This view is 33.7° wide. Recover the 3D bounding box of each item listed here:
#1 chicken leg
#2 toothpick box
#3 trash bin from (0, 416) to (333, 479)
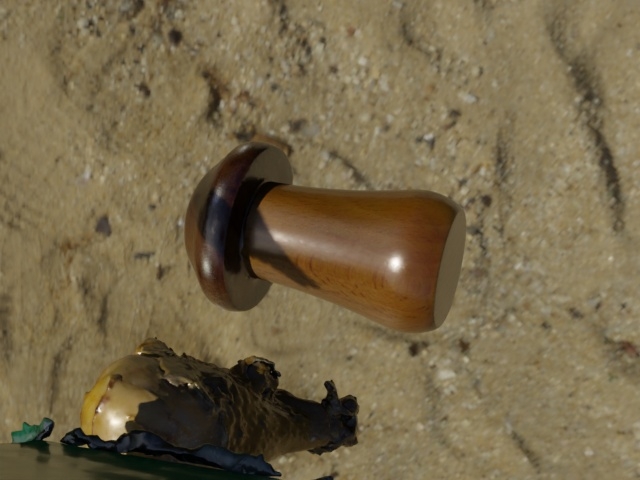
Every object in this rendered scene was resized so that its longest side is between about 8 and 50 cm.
[{"bbox_3d":[-0.065,0.117,0.708,0.208,0.101,0.085,5,103,-35],"label":"chicken leg"},{"bbox_3d":[0.000,0.000,1.146,0.294,0.192,0.192,11,57,17],"label":"toothpick box"},{"bbox_3d":[-0.137,0.183,0.343,0.295,0.381,0.259,4,90,22],"label":"trash bin"}]
